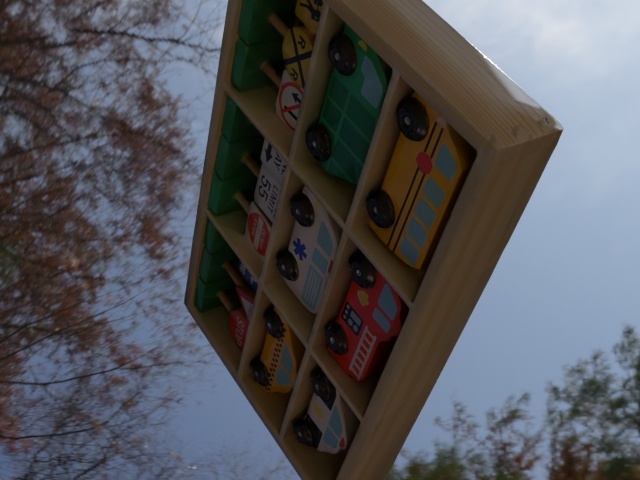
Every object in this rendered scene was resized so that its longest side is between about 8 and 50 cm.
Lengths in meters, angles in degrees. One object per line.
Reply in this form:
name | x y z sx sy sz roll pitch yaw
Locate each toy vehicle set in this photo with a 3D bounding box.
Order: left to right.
toy vehicle set | 0.000 0.000 0.434 0.035 0.266 0.166 -20 -125 -31
